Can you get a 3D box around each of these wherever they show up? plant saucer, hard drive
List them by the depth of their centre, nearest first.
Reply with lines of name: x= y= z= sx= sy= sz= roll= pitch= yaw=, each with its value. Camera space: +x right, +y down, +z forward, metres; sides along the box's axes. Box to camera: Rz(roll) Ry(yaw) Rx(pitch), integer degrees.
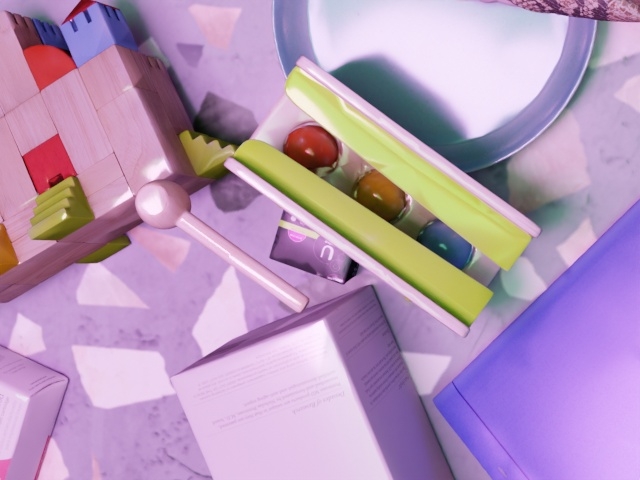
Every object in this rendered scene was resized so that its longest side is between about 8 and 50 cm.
hard drive: x=0.281 y=0.126 z=1.201 sx=0.318 sy=0.040 sz=0.210 roll=-47 pitch=63 yaw=18
plant saucer: x=0.109 y=-0.221 z=1.230 sx=0.318 sy=0.044 sz=0.317 roll=2 pitch=99 yaw=17

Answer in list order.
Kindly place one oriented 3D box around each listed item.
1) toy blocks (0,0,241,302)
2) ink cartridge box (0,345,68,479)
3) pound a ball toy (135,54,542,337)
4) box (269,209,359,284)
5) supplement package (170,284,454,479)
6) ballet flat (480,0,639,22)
toy blocks: x=-0.294 y=-0.113 z=1.313 sx=0.381 sy=0.191 sz=0.261 roll=-28 pitch=79 yaw=19
ink cartridge box: x=-0.416 y=0.188 z=1.424 sx=0.218 sy=0.092 sz=0.158 roll=23 pitch=104 yaw=14
pound a ball toy: x=0.014 y=-0.022 z=1.192 sx=0.319 sy=0.136 sz=0.208 roll=35 pitch=92 yaw=0
box: x=0.000 y=0.000 z=1.292 sx=0.083 sy=0.052 sz=0.062 roll=19 pitch=103 yaw=12
supplement package: x=0.010 y=0.221 z=1.258 sx=0.175 sy=0.177 sz=0.293 roll=-23 pitch=91 yaw=19
ballet flat: x=0.112 y=-0.332 z=1.124 sx=0.483 sy=0.164 sz=0.182 roll=49 pitch=135 yaw=9
